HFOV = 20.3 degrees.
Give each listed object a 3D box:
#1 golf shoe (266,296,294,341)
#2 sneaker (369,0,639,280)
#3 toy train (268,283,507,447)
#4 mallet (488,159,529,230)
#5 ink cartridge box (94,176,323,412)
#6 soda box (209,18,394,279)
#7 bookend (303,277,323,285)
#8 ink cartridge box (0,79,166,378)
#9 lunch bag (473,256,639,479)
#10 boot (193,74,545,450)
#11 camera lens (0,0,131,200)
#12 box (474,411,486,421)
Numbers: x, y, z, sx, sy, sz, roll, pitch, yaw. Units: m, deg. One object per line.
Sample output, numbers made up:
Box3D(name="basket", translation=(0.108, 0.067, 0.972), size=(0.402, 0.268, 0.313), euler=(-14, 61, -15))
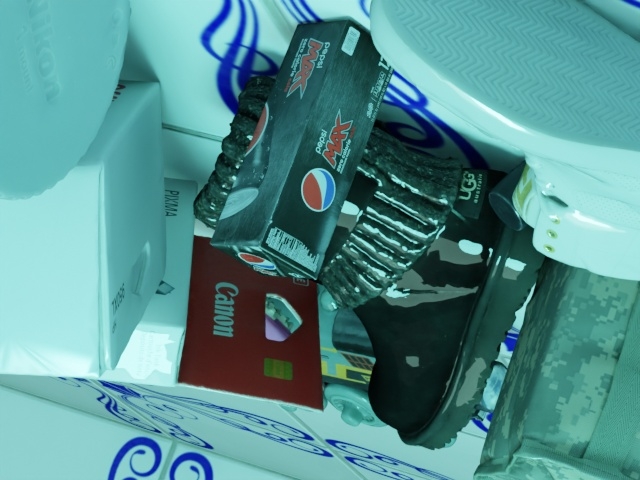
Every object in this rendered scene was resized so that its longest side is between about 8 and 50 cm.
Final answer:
Box3D(name="golf shoe", translation=(-0.150, 0.064, 1.761), size=(0.306, 0.140, 0.115), euler=(33, 173, 36))
Box3D(name="sneaker", translation=(0.135, -0.056, 1.072), size=(0.292, 0.108, 0.169), euler=(23, 149, -15))
Box3D(name="toy train", translation=(0.033, 0.099, 1.818), size=(0.334, 0.142, 0.190), euler=(10, 151, 41))
Box3D(name="mallet", translation=(0.159, -0.072, 1.196), size=(0.039, 0.062, 0.190), euler=(46, 156, 17))
Box3D(name="ink cartridge box", translation=(-0.123, 0.034, 1.577), size=(0.261, 0.066, 0.296), euler=(8, -154, -6))
Box3D(name="soda box", translation=(-0.010, -0.061, 1.187), size=(0.053, 0.169, 0.060), euler=(32, 162, -36))
Box3D(name="bookend", translation=(0.000, 0.000, 1.595), size=(0.157, 0.072, 0.156), euler=(23, 166, -9))
Box3D(name="ink cartridge box", translation=(-0.329, -0.025, 1.351), size=(0.394, 0.166, 0.285), euler=(3, -163, 3))
Box3D(name="lunch bag", translation=(0.285, 0.108, 1.269), size=(0.287, 0.235, 0.169), euler=(22, 163, -4))
Box3D(name="boot", translation=(0.022, 0.020, 1.413), size=(0.260, 0.131, 0.348), euler=(16, 140, -2))
Box3D(name="camera lens", translation=(-0.288, -0.151, 1.136), size=(0.274, 0.219, 0.219), euler=(15, 165, 22))
Box3D(name="box", translation=(0.148, 0.167, 2.044), size=(0.083, 0.052, 0.062), euler=(11, 162, 34))
